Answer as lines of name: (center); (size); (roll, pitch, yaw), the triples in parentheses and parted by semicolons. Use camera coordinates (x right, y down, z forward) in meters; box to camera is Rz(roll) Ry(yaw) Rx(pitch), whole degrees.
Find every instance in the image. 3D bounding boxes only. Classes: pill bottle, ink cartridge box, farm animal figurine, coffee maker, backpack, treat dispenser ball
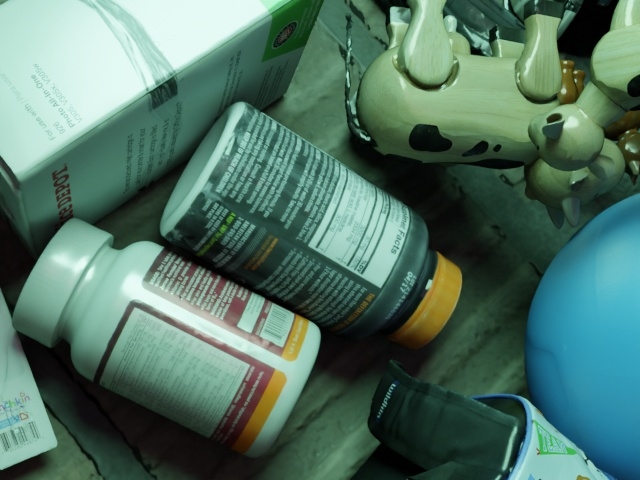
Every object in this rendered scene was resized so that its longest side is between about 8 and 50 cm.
pill bottle: (0.000, 0.000, 0.740); (0.245, 0.130, 0.130); (31, 68, -16)
ink cartridge box: (-0.152, -0.133, 0.712); (0.289, 0.211, 0.121); (-38, 85, -21)
pill bottle: (-0.121, 0.075, 0.703); (0.221, 0.121, 0.121); (27, 69, -4)
farm animal figurine: (0.174, -0.103, 0.692); (0.326, 0.330, 0.172); (5, 82, 6)
coffee maker: (0.295, -0.279, 0.883); (0.171, 0.178, 0.120); (-9, 76, -16)
backpack: (0.096, 0.234, 0.629); (0.213, 0.263, 0.277); (34, 68, 0)
treat dispenser ball: (0.312, 0.096, 0.711); (0.288, 0.288, 0.288); (4, 72, -12)

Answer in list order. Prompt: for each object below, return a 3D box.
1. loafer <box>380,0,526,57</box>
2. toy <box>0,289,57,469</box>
loafer: (0.132, -0.240, 0.890); (0.223, 0.076, 0.078); (42, 63, -4)
toy: (-0.315, 0.079, 0.691); (0.136, 0.056, 0.237); (-20, 84, -22)
